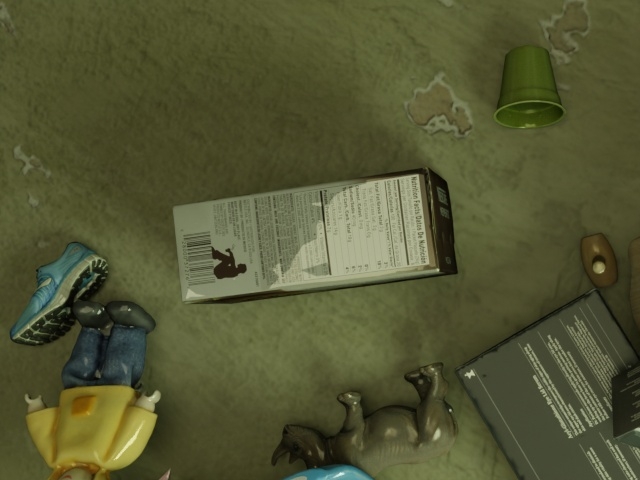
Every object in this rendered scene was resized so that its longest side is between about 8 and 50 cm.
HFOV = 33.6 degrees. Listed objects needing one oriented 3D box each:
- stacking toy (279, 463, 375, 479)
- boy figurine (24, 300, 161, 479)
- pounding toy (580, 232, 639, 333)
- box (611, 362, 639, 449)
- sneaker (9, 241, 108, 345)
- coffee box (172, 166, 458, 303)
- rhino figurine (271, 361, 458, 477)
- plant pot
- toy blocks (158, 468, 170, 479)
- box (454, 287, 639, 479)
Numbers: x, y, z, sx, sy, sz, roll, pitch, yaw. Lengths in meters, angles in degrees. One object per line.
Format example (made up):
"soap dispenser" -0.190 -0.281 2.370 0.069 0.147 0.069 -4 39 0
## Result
"stacking toy" 0.028 0.411 1.149 0.175 0.166 0.301 -30 53 9
"boy figurine" -0.286 0.218 1.289 0.177 0.092 0.285 2 63 15
"pounding toy" 0.375 0.068 1.109 0.155 0.269 0.154 -22 99 -22
"box" 0.467 0.140 0.993 0.243 0.307 0.076 20 55 -18
"sneaker" -0.348 0.070 1.384 0.162 0.063 0.073 -48 60 3
"coffee box" 0.000 0.000 1.235 0.297 0.168 0.118 -8 85 13
"rhino figurine" 0.049 0.231 1.258 0.243 0.073 0.106 -21 79 14
"plant pot" 0.243 -0.182 1.237 0.083 0.083 0.079 -3 73 14
"toy blocks" -0.217 0.461 1.264 0.288 0.309 0.260 -45 44 -4
"box" 0.297 0.210 1.180 0.184 0.103 0.261 -31 80 8
